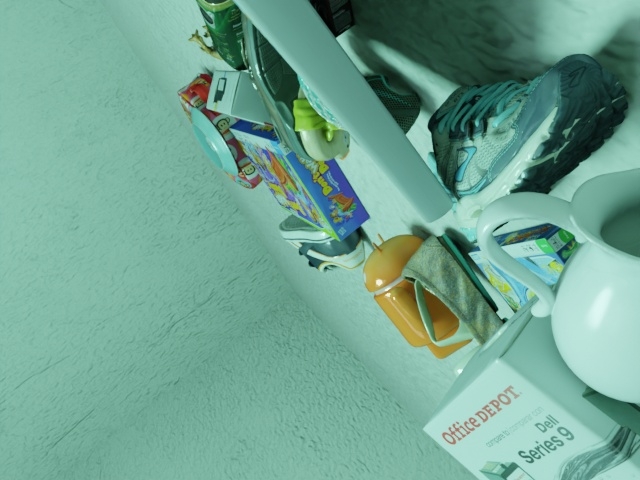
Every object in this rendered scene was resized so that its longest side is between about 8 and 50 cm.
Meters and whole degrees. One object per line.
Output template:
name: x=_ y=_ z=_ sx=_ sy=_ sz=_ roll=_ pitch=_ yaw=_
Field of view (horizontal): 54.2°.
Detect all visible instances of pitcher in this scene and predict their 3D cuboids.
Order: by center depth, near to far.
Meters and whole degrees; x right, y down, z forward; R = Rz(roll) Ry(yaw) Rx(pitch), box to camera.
pitcher: x=0.213 y=0.035 z=0.468 sx=0.178 sy=0.125 sz=0.207 roll=2 pitch=143 yaw=21

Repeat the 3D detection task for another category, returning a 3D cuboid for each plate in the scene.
plate: x=-0.257 y=-0.226 z=1.467 sx=0.188 sy=0.024 sz=0.188 roll=50 pitch=165 yaw=19

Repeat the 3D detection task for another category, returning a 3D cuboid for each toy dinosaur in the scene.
toy dinosaur: x=-0.192 y=-0.373 z=1.225 sx=0.112 sy=0.064 sz=0.211 roll=37 pitch=-169 yaw=-36

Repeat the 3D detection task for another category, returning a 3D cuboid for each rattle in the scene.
rattle: x=0.054 y=-0.166 z=0.869 sx=0.200 sy=0.143 sz=0.130 roll=39 pitch=-140 yaw=-60

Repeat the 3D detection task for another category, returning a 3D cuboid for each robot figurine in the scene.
robot figurine: x=0.155 y=0.081 z=1.004 sx=0.219 sy=0.158 sz=0.128 roll=52 pitch=149 yaw=-2

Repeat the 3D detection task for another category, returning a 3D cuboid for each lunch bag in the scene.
lunch bag: x=-0.243 y=-0.285 z=1.551 sx=0.293 sy=0.120 sz=0.258 roll=44 pitch=167 yaw=41

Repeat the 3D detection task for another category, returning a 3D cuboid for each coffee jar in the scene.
coffee jar: x=-0.140 y=-0.351 z=0.946 sx=0.096 sy=0.079 sz=0.184 roll=49 pitch=171 yaw=24

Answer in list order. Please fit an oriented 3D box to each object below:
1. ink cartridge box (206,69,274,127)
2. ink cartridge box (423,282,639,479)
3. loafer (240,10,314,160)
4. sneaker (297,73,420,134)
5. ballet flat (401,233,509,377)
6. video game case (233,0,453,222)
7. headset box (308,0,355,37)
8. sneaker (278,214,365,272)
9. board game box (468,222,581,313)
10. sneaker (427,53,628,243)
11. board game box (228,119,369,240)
ink cartridge box: x=-0.109 y=-0.237 z=1.062 sx=0.128 sy=0.072 sz=0.175 roll=11 pitch=-170 yaw=-25
ink cartridge box: x=0.273 y=0.212 z=0.620 sx=0.289 sy=0.121 sz=0.211 roll=39 pitch=146 yaw=14
loafer: x=-0.066 y=-0.231 z=0.901 sx=0.084 sy=0.096 sz=0.267 roll=19 pitch=144 yaw=39
sneaker: x=0.047 y=-0.167 z=0.735 sx=0.166 sy=0.076 sz=0.065 roll=36 pitch=169 yaw=23
ballet flat: x=0.209 y=0.127 z=0.829 sx=0.107 sy=0.106 sz=0.316 roll=44 pitch=-169 yaw=-49
video game case: x=-0.026 y=-0.189 z=0.532 sx=0.329 sy=0.036 sz=0.300 roll=39 pitch=-163 yaw=-51
headset box: x=0.002 y=-0.277 z=0.693 sx=0.062 sy=0.032 sz=0.083 roll=47 pitch=171 yaw=29
sneaker: x=0.000 y=0.000 z=1.438 sx=0.127 sy=0.126 sz=0.321 roll=59 pitch=168 yaw=-17
board game box: x=0.254 y=0.050 z=0.696 sx=0.136 sy=0.035 sz=0.201 roll=52 pitch=171 yaw=0
sneaker: x=0.142 y=-0.082 z=0.529 sx=0.122 sy=0.110 sz=0.283 roll=54 pitch=171 yaw=11
board game box: x=-0.055 y=-0.147 z=1.301 sx=0.233 sy=0.078 sz=0.347 roll=56 pitch=169 yaw=-24
